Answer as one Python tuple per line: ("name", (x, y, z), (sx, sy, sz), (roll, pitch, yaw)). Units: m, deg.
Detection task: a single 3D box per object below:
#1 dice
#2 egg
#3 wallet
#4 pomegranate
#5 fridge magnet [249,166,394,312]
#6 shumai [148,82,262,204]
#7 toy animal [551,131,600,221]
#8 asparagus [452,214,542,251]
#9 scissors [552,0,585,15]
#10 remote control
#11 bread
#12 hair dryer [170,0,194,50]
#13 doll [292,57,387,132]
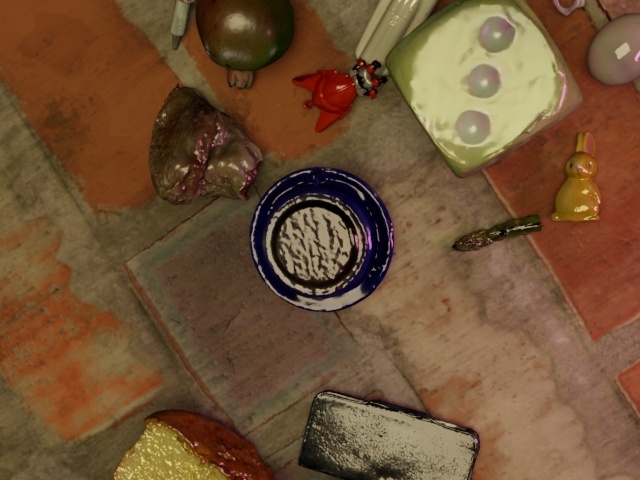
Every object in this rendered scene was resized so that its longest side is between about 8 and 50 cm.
("dice", (0.269, -0.265, 1.721), (0.252, 0.254, 0.250), (-33, 87, 12))
("egg", (0.513, -0.323, 1.749), (0.103, 0.103, 0.135), (43, 99, 3))
("wallet", (0.127, 0.386, 1.914), (0.317, 0.045, 0.173), (15, 101, 7))
("pomegranate", (-0.137, -0.363, 1.834), (0.179, 0.180, 0.210), (18, 135, 7))
("fridge magnet", (0.000, 0.000, 1.861), (0.265, 0.112, 0.266), (1, 97, 11))
("shumai", (-0.208, -0.146, 1.884), (0.185, 0.218, 0.184), (33, 107, -34))
("toy animal", (0.449, -0.111, 1.803), (0.083, 0.070, 0.160), (4, 91, 11))
("asparagus", (0.314, -0.010, 1.851), (0.165, 0.030, 0.036), (-19, 103, 10))
("scissors", (0.377, -0.457, 1.743), (0.212, 0.021, 0.110), (14, 100, -31))
("remote control", (0.140, -0.394, 1.798), (0.090, 0.049, 0.230), (33, 118, 5))
("bread", (-0.204, 0.453, 1.909), (0.340, 0.179, 0.194), (41, 102, 1))
("hair dryer", (-0.252, -0.436, 1.888), (0.044, 0.155, 0.183), (12, 137, -11))
("doll", (0.037, -0.268, 1.841), (0.169, 0.057, 0.109), (-18, 102, 37))
